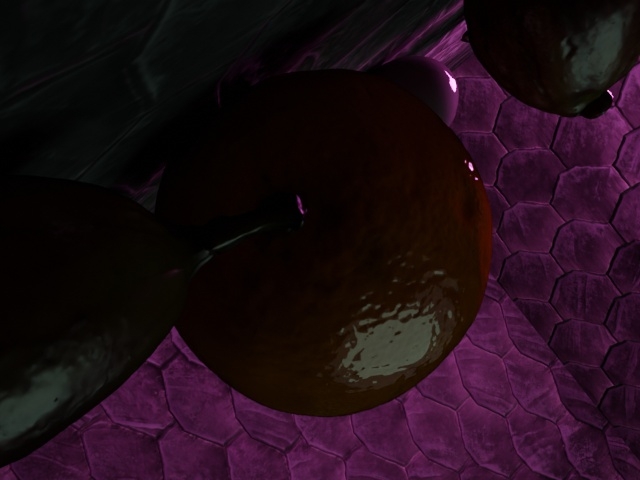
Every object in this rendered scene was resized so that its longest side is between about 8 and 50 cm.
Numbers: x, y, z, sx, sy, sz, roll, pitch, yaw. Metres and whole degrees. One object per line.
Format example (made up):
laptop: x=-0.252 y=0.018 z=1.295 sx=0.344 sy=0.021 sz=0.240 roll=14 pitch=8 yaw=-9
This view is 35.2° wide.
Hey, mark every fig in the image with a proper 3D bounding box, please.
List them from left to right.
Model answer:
fig: x=-0.132 y=0.025 z=0.555 sx=0.274 sy=0.146 sz=0.170 roll=-23 pitch=175 yaw=-22
fig: x=0.260 y=-0.265 z=1.088 sx=0.224 sy=0.224 sz=0.263 roll=-39 pitch=149 yaw=-54

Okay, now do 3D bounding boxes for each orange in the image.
orange: x=0.000 y=0.000 z=0.904 sx=0.312 sy=0.312 sz=0.312 roll=-39 pitch=-179 yaw=1

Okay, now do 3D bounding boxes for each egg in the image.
egg: x=0.124 y=-0.204 z=1.574 sx=0.198 sy=0.146 sz=0.146 roll=-32 pitch=180 yaw=-8

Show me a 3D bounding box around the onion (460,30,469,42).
onion: x=0.393 y=-0.425 z=1.851 sx=0.280 sy=0.146 sz=0.314 roll=-43 pitch=-176 yaw=-7
